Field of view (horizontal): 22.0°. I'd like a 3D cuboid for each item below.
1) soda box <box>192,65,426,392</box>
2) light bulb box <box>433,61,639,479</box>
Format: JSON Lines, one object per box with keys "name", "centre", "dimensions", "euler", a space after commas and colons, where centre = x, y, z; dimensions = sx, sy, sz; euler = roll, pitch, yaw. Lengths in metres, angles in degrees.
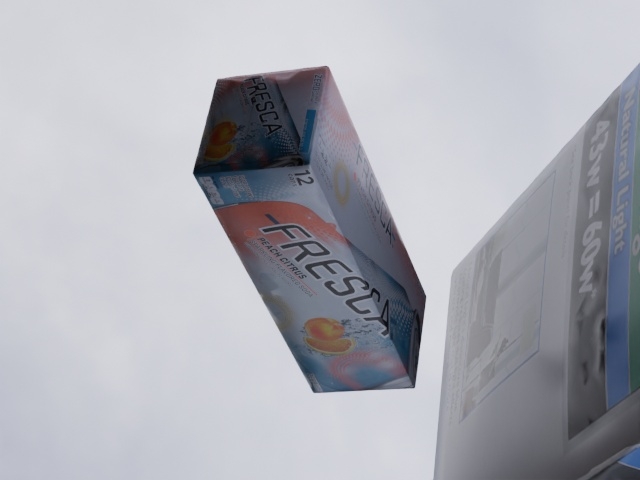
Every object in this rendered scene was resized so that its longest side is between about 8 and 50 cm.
{"name": "soda box", "centre": [0.000, 0.000, 0.798], "dimensions": [0.058, 0.183, 0.063], "euler": [-5, -129, 19]}
{"name": "light bulb box", "centre": [0.289, 0.074, 0.893], "dimensions": [0.361, 0.358, 0.225], "euler": [125, -24, -58]}
